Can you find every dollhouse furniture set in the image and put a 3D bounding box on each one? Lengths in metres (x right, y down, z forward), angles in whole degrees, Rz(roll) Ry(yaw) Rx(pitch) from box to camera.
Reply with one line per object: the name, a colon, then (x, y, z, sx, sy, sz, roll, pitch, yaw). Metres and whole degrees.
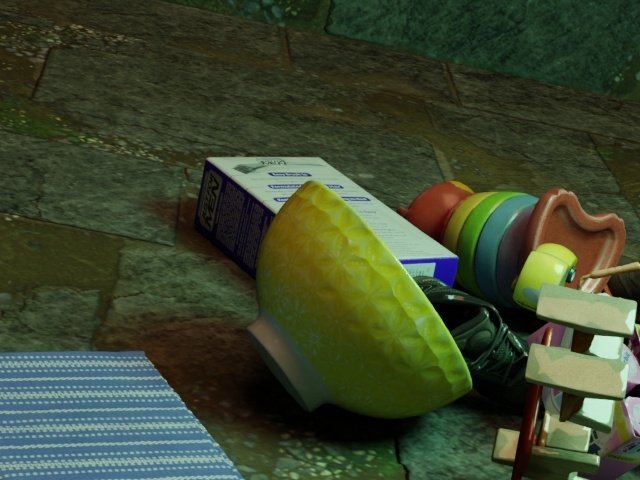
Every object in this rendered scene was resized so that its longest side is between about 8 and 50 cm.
dollhouse furniture set: (0.193, 0.203, 1.686, 0.135, 0.262, 0.259, 13, 51, 4)

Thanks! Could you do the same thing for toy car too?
toy car: (0.216, 0.102, 2.133, 0.225, 0.053, 0.239, -5, 55, -1)

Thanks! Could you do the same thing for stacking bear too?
stacking bear: (0.229, -0.002, 2.376, 0.175, 0.164, 0.289, 22, -3, -43)

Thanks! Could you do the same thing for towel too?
towel: (-0.228, 0.192, 1.733, 0.243, 0.040, 0.336, 2, 21, -26)

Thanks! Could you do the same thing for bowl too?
bowl: (0.014, 0.094, 1.920, 0.156, 0.289, 0.289, -37, 37, -9)

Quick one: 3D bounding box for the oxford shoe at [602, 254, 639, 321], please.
oxford shoe: (0.462, 0.069, 2.416, 0.097, 0.098, 0.271, 7, 21, -19)

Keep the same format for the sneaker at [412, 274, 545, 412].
sneaker: (0.190, 0.128, 1.999, 0.227, 0.087, 0.130, 39, 0, -12)

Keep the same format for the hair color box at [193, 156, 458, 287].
hair color box: (0.000, 0.000, 2.289, 0.185, 0.110, 0.339, -2, 26, -34)

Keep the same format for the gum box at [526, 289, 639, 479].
gum box: (0.297, 0.156, 1.920, 0.062, 0.107, 0.188, 14, 50, -36)

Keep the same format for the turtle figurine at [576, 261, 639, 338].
turtle figurine: (0.392, 0.151, 1.954, 0.270, 0.217, 0.087, 14, 12, 21)
